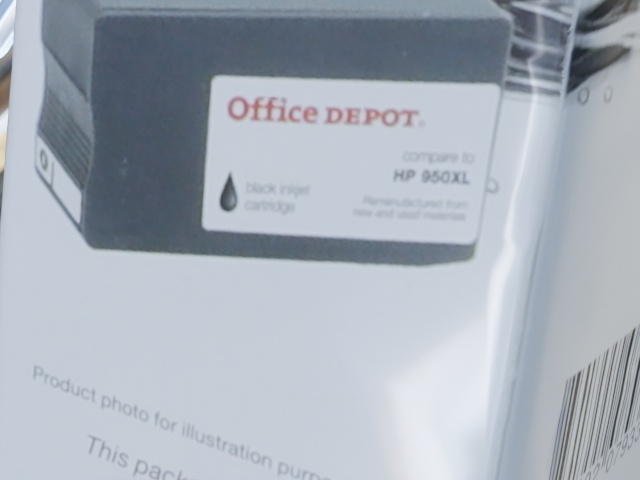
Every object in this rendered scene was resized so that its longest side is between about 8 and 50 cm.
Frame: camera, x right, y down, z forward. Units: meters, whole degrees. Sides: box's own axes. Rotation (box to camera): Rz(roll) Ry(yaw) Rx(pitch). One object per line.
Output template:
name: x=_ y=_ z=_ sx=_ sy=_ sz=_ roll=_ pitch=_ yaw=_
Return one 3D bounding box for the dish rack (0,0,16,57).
dish rack: x=-0.310 y=-0.248 z=1.165 sx=0.072 sy=0.333 sz=0.285 roll=-48 pitch=-174 yaw=-29

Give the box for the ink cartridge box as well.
ink cartridge box: x=0.050 y=-0.069 z=0.574 sx=0.285 sy=0.166 sz=0.395 roll=-29 pitch=131 yaw=-58
